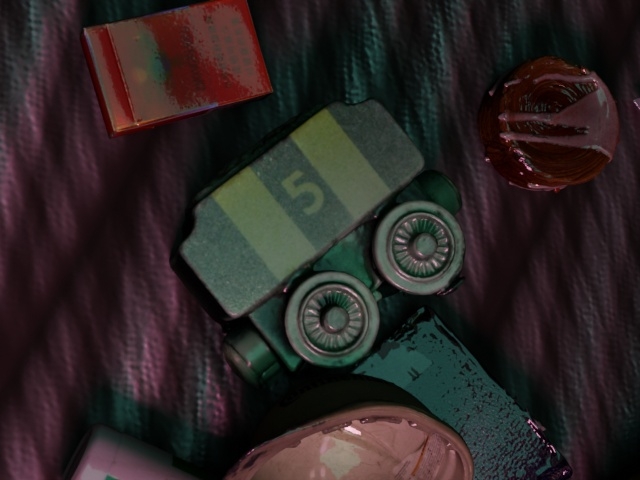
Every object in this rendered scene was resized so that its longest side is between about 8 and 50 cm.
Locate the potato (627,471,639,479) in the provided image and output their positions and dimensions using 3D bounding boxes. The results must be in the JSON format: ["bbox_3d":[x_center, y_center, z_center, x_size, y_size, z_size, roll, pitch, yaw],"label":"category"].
[{"bbox_3d":[0.440,0.332,1.017,0.304,0.216,0.216,-17,92,-28],"label":"potato"}]

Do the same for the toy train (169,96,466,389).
[{"bbox_3d":[0.000,0.000,0.928,0.299,0.167,0.238,-40,93,-16],"label":"toy train"}]

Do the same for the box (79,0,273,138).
[{"bbox_3d":[-0.149,-0.181,0.949,0.175,0.048,0.112,-16,93,-18],"label":"box"}]

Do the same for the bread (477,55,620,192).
[{"bbox_3d":[0.265,-0.134,1.061,0.160,0.073,0.160,2,83,-16],"label":"bread"}]

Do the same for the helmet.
[{"bbox_3d":[0.007,0.200,0.889,0.257,0.137,0.204,5,121,-23],"label":"helmet"}]

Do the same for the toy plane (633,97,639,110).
[{"bbox_3d":[0.471,-0.163,1.129,0.171,0.065,0.162,-20,92,-19],"label":"toy plane"}]

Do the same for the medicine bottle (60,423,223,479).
[{"bbox_3d":[-0.127,0.275,0.905,0.260,0.095,0.095,30,79,-12],"label":"medicine bottle"}]

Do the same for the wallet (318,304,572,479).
[{"bbox_3d":[0.121,0.235,1.005,0.221,0.071,0.262,-42,96,-10],"label":"wallet"}]
